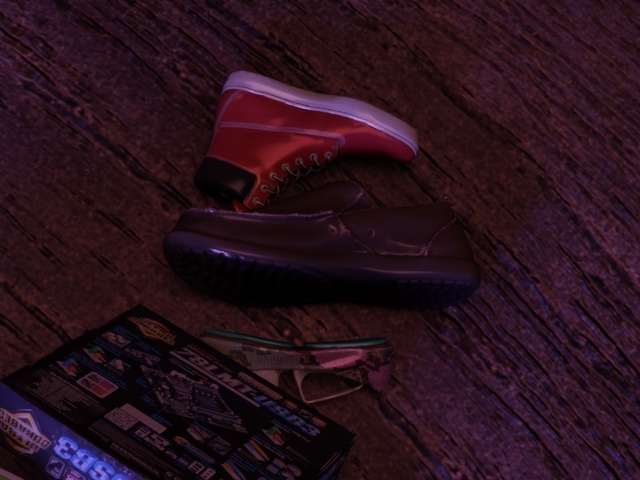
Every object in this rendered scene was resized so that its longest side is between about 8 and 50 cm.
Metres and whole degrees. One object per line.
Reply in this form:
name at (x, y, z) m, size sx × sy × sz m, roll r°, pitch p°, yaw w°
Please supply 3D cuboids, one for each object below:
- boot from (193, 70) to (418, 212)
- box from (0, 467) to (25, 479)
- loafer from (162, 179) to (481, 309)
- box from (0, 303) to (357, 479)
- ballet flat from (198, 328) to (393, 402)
boot at (-0.017, -0.084, 1.819) m, size 0.244 × 0.088 × 0.176 m, roll 14°, pitch 70°, yaw 5°
box at (-0.293, 0.343, 1.535) m, size 0.262 × 0.231 × 0.127 m, roll 26°, pitch 57°, yaw 3°
loafer at (0.000, 0.000, 1.775) m, size 0.366 × 0.134 × 0.130 m, roll 6°, pitch 65°, yaw -16°
box at (-0.146, 0.198, 1.586) m, size 0.295 × 0.293 × 0.073 m, roll 31°, pitch 111°, yaw 12°
ballet flat at (-0.028, 0.143, 1.745) m, size 0.221 × 0.077 × 0.079 m, roll 4°, pitch 89°, yaw -7°
